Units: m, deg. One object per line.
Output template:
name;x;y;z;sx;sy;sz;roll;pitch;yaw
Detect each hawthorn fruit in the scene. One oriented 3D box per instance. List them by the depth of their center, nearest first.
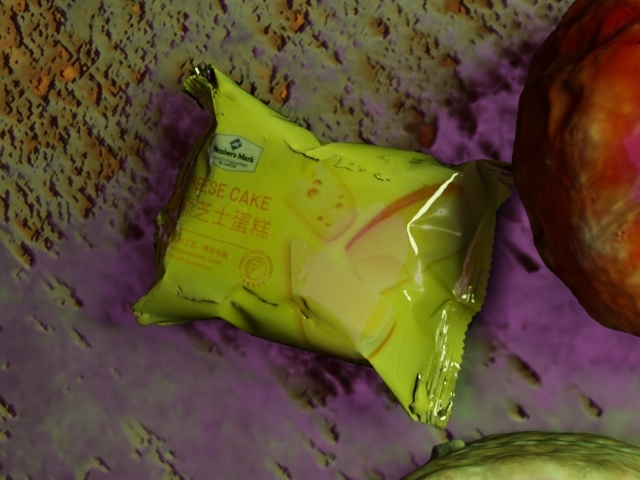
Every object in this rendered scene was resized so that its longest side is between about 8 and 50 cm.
hawthorn fruit;0.207;-0.038;0.860;0.242;0.272;0.241;2;98;13

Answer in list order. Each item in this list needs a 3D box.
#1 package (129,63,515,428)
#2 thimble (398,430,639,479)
package;0.000;0.000;1.005;0.226;0.090;0.168;16;90;17
thimble;0.129;0.201;0.936;0.229;0.148;0.196;30;95;12
